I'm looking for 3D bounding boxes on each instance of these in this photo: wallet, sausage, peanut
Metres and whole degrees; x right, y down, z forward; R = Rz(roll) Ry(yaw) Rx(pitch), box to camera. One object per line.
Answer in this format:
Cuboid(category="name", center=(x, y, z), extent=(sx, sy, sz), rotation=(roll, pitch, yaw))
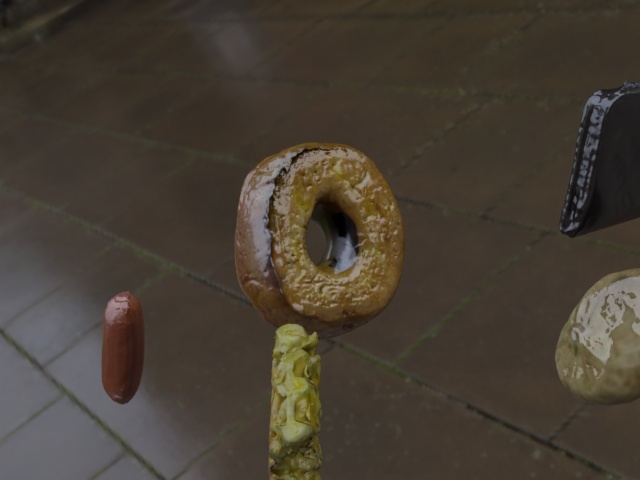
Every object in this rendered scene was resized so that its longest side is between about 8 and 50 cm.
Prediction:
Cuboid(category="wallet", center=(0.385, -0.100, 1.244), extent=(0.309, 0.165, 0.042), rotation=(-11, 32, -41))
Cuboid(category="sausage", center=(-0.324, 0.178, 1.813), extent=(0.077, 0.194, 0.077), rotation=(6, 21, -2))
Cuboid(category="peanut", center=(0.365, 0.082, 1.170), extent=(0.253, 0.137, 0.122), rotation=(-25, 30, -3))

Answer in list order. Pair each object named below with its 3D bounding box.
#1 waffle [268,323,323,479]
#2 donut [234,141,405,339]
Cuboid(category="waffle", center=(-0.022, 0.230, 1.094), extent=(0.056, 0.250, 0.261), rotation=(-3, 38, -1))
Cuboid(category="donut", center=(0.000, 0.000, 1.782), extent=(0.299, 0.317, 0.150), rotation=(-39, 7, -19))
